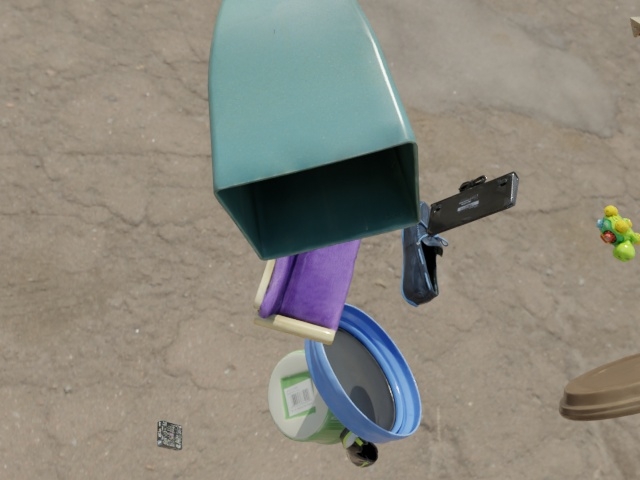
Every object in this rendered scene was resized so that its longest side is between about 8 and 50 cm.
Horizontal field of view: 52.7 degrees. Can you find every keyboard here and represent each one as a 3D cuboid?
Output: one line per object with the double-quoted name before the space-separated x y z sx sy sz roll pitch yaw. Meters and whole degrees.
"keyboard" 0.270 -0.069 1.150 0.023 0.180 0.108 39 49 -29

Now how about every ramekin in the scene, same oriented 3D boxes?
"ramekin" -0.023 0.477 1.995 0.148 0.303 0.303 15 40 -48

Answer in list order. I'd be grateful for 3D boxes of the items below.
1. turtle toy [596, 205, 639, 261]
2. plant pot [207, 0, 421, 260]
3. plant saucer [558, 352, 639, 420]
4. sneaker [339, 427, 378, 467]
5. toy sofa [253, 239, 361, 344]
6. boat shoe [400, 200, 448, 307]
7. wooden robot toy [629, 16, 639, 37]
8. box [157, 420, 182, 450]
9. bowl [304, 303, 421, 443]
"turtle toy" 0.657 -0.011 1.422 0.095 0.066 0.130 29 33 -33
"plant pot" -0.013 -0.131 0.622 0.165 0.165 0.234 -13 66 4
"plant saucer" 0.507 0.216 1.015 0.278 0.278 0.041 -14 80 -33
"sneaker" 0.126 0.620 1.874 0.084 0.234 0.097 -46 48 -12
"toy sofa" 0.000 0.000 1.192 0.150 0.177 0.362 16 79 3
"boat shoe" 0.245 0.027 1.465 0.109 0.089 0.258 23 59 -41
"wooden robot toy" 0.551 -0.301 1.014 0.173 0.079 0.076 7 43 -8
"box" -0.407 0.529 1.749 0.083 0.018 0.067 39 36 -51
"bowl" 0.110 0.347 1.692 0.391 0.077 0.391 39 27 -24
